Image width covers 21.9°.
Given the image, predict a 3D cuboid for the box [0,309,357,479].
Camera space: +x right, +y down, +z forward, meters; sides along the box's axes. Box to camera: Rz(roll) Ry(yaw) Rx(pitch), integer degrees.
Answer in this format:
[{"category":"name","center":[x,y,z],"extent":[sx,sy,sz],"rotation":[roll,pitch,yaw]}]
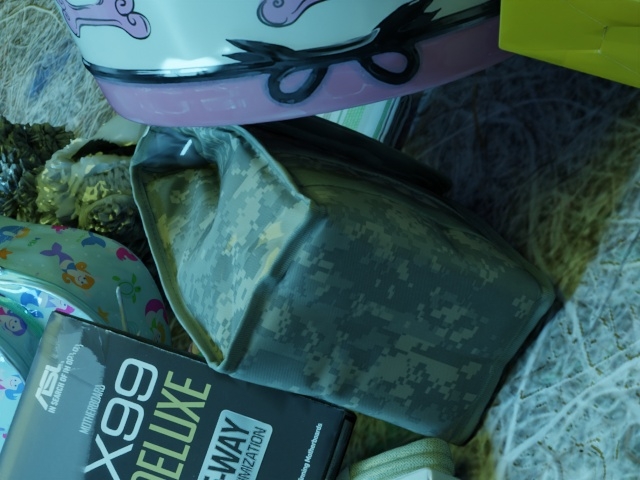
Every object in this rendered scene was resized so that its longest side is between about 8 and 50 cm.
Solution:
[{"category":"box","center":[-0.135,0.234,1.242],"extent":[0.242,0.076,0.307],"rotation":[18,84,12]}]

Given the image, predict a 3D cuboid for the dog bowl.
[{"category":"dog bowl","center":[-0.005,-0.203,1.228],"extent":[0.408,0.408,0.150],"rotation":[17,123,56]}]

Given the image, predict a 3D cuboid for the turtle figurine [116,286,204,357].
[{"category":"turtle figurine","center":[-0.101,0.093,1.381],"extent":[0.175,0.118,0.234],"rotation":[-55,-21,-53]}]

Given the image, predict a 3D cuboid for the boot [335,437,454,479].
[{"category":"boot","center":[0.028,0.254,1.199],"extent":[0.213,0.077,0.165],"rotation":[-39,41,26]}]

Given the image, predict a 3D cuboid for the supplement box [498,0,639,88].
[{"category":"supplement box","center":[0.197,-0.210,0.991],"extent":[0.191,0.129,0.194],"rotation":[53,-126,-81]}]

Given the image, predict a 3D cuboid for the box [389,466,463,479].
[{"category":"box","center":[0.096,0.240,0.975],"extent":[0.148,0.232,0.127],"rotation":[-29,47,40]}]

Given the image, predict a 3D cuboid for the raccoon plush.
[{"category":"raccoon plush","center":[-0.245,0.075,1.659],"extent":[0.299,0.216,0.446],"rotation":[27,118,43]}]

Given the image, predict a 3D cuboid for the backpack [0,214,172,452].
[{"category":"backpack","center":[-0.266,0.095,1.465],"extent":[0.253,0.225,0.191],"rotation":[5,34,15]}]

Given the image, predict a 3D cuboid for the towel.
[{"category":"towel","center":[0.018,-0.085,1.493],"extent":[0.152,0.023,0.113],"rotation":[7,72,57]}]

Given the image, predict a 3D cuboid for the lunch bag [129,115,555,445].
[{"category":"lunch bag","center":[0.000,0.000,1.262],"extent":[0.169,0.235,0.287],"rotation":[-60,34,13]}]
